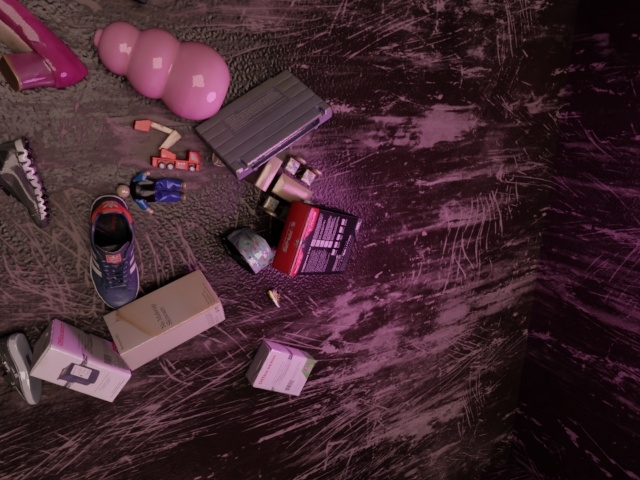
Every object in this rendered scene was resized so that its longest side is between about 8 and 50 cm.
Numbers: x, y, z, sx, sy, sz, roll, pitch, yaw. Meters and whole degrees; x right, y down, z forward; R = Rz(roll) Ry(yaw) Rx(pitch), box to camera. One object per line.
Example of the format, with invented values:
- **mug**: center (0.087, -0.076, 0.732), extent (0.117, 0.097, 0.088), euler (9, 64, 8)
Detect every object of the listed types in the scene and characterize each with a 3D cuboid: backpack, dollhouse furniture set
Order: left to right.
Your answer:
- **backpack**: center (-0.234, 0.032, 1.384), extent (0.115, 0.182, 0.152), euler (-44, 121, -11)
- **dollhouse furniture set**: center (-0.122, -0.182, 1.391), extent (0.242, 0.161, 0.212), euler (30, 90, -33)

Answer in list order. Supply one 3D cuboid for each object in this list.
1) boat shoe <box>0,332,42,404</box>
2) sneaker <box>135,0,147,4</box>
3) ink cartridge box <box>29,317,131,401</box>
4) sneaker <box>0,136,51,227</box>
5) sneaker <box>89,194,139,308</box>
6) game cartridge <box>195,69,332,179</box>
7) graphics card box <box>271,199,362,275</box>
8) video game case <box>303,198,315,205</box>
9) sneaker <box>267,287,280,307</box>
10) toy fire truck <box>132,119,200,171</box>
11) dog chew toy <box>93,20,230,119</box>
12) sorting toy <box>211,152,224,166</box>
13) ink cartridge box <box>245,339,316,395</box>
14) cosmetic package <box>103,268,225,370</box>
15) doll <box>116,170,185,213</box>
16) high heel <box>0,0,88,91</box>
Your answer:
- **boat shoe**: center (-0.863, 0.370, 1.202), extent (0.076, 0.080, 0.228), euler (-7, 113, -9)
- **sneaker**: center (-0.545, -0.714, 1.006), extent (0.319, 0.112, 0.131), euler (30, 93, -34)
- **ink cartridge box**: center (-0.692, 0.347, 1.230), extent (0.237, 0.172, 0.100), euler (38, 85, -33)
- **sneaker**: center (-0.774, -0.140, 1.086), extent (0.106, 0.078, 0.234), euler (-15, 109, -22)
- **sneaker**: center (-0.591, 0.051, 1.207), extent (0.131, 0.148, 0.349), euler (-11, 111, -27)
- **game cartridge**: center (-0.172, -0.358, 1.280), extent (0.355, 0.230, 0.068), euler (-38, 154, -14)
- **graphics card box**: center (0.000, 0.000, 1.471), extent (0.371, 0.094, 0.232), euler (4, 106, -58)
- **video game case**: center (-0.061, -0.033, 1.499), extent (0.201, 0.023, 0.183), euler (-61, 158, 0)
- **sneaker**: center (-0.164, 0.213, 1.573), extent (0.035, 0.031, 0.083), euler (-35, 120, -17)
- **toy fire truck**: center (-0.447, -0.277, 1.243), extent (0.192, 0.047, 0.135), euler (1, 104, -31)
- **dog chew toy**: center (-0.416, -0.458, 1.121), extent (0.332, 0.207, 0.206), euler (20, 95, -24)
- **sorting toy**: center (-0.297, -0.268, 1.337), extent (0.075, 0.045, 0.083), euler (23, 93, -40)
- **ink cartridge box**: center (-0.153, 0.492, 1.633), extent (0.220, 0.093, 0.160), euler (27, 91, -33)
- **cosmetic package**: center (-0.473, 0.238, 1.305), extent (0.310, 0.160, 0.113), euler (-28, 147, -24)
- **doll**: center (-0.501, -0.143, 1.256), extent (0.189, 0.046, 0.128), euler (-2, 106, -30)
- **high heel**: center (-0.719, -0.544, 0.992), extent (0.181, 0.127, 0.376), euler (-41, 122, -47)
